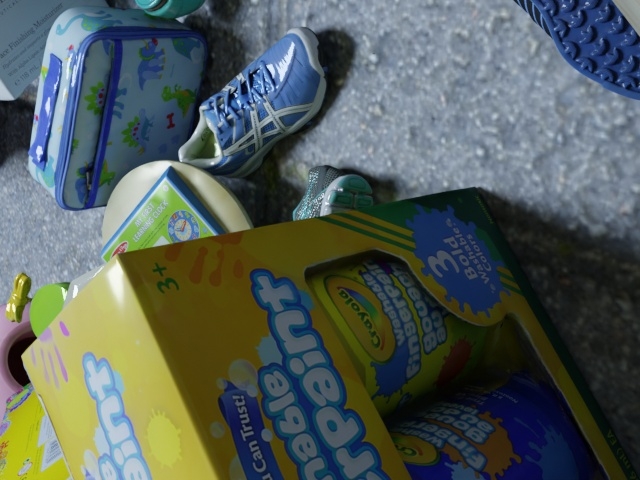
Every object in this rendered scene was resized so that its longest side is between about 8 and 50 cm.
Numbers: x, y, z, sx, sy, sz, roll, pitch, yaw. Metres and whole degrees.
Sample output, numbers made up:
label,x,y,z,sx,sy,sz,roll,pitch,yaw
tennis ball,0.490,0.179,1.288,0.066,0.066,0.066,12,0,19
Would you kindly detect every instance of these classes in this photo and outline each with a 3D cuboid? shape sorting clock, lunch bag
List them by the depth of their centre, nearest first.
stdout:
label,x,y,z,sx,sy,sz,roll,pitch,yaw
shape sorting clock,-0.150,0.016,0.848,0.206,0.040,0.206,9,112,23
lunch bag,-0.225,-0.142,0.880,0.090,0.176,0.219,38,121,31

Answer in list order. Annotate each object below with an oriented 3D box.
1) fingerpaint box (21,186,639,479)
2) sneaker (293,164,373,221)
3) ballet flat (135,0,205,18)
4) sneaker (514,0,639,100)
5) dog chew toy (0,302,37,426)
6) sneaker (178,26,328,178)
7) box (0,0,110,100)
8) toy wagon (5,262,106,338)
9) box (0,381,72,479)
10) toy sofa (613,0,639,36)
label,x,y,z,sx,sy,sz,roll,pitch,yaw
fingerpaint box,0.066,0.202,0.552,0.163,0.371,0.445,-38,72,40
sneaker,0.000,0.000,0.793,0.076,0.064,0.167,45,124,47
ballet flat,-0.161,-0.356,0.837,0.083,0.087,0.248,-1,95,36
sneaker,0.175,-0.194,0.574,0.232,0.090,0.081,40,127,3
dog chew toy,-0.447,0.216,1.153,0.332,0.206,0.207,-36,74,49
sneaker,-0.068,-0.128,0.802,0.211,0.081,0.080,-47,67,38
box,-0.395,-0.275,0.987,0.181,0.181,0.119,10,142,42
toy wagon,-0.239,0.130,0.969,0.344,0.068,0.267,25,103,24
box,-0.147,0.255,0.735,0.279,0.177,0.290,57,175,-20
toy sofa,0.175,-0.213,0.349,0.150,0.177,0.363,-31,68,9
